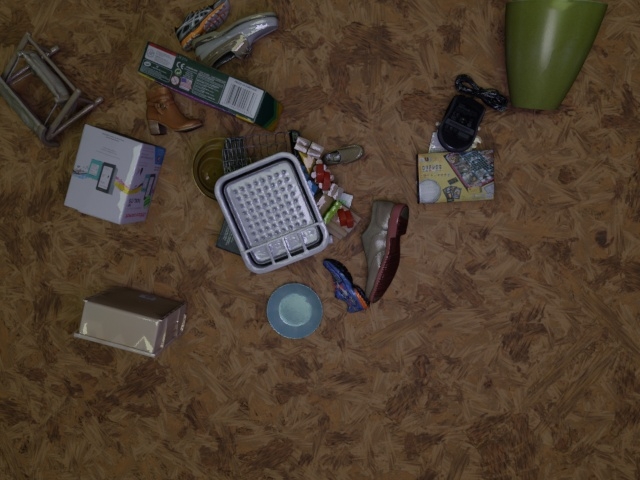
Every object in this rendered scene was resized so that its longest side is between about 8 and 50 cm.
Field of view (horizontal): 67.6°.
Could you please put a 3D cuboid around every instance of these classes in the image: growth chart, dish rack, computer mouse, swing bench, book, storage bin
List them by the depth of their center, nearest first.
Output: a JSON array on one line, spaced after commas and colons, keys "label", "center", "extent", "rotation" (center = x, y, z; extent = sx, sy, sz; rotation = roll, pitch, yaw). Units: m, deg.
[{"label": "dish rack", "center": [-0.149, -0.087, 1.512], "extent": [0.285, 0.072, 0.333], "rotation": [-21, 101, 7]}, {"label": "computer mouse", "center": [0.464, -0.385, 1.539], "extent": [0.188, 0.072, 0.272], "rotation": [31, 75, 4]}, {"label": "dish rack", "center": [-0.182, -0.255, 1.579], "extent": [0.271, 0.074, 0.208], "rotation": [-8, 94, -8]}, {"label": "growth chart", "center": [0.430, -0.279, 1.586], "extent": [0.172, 0.021, 0.237], "rotation": [16, 96, 2]}, {"label": "storage bin", "center": [-0.611, 0.255, 1.587], "extent": [0.262, 0.260, 0.123], "rotation": [14, 97, 3]}, {"label": "swing bench", "center": [-0.924, -0.490, 1.588], "extent": [0.254, 0.165, 0.253], "rotation": [-41, 92, 7]}, {"label": "book", "center": [0.047, -0.096, 1.627], "extent": [0.096, 0.035, 0.144], "rotation": [16, 99, 4]}]

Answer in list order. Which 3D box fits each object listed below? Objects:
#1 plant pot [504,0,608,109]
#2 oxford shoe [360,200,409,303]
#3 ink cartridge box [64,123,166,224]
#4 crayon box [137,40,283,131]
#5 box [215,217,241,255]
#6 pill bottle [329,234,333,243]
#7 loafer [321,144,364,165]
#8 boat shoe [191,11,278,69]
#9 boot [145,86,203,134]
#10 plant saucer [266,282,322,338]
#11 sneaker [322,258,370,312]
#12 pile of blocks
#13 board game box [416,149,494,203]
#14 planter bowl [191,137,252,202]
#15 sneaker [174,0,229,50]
[{"label": "plant pot", "center": [0.677, -0.553, 1.446], "extent": [0.274, 0.275, 0.294], "rotation": [4, 112, 3]}, {"label": "oxford shoe", "center": [0.195, 0.035, 1.603], "extent": [0.130, 0.123, 0.348], "rotation": [19, 98, 28]}, {"label": "ink cartridge box", "center": [-0.672, -0.213, 1.579], "extent": [0.197, 0.198, 0.270], "rotation": [19, 97, 1]}, {"label": "crayon box", "center": [-0.318, -0.460, 1.473], "extent": [0.363, 0.313, 0.106], "rotation": [23, 100, 1]}, {"label": "box", "center": [-0.250, -0.029, 1.619], "extent": [0.158, 0.093, 0.156], "rotation": [20, 97, 3]}, {"label": "pill bottle", "center": [0.000, 0.000, 1.630], "extent": [0.083, 0.043, 0.043], "rotation": [-7, 95, 4]}, {"label": "loafer", "center": [0.076, -0.281, 1.595], "extent": [0.148, 0.050, 0.056], "rotation": [-17, 94, 5]}, {"label": "boat shoe", "center": [-0.267, -0.644, 1.561], "extent": [0.302, 0.113, 0.103], "rotation": [-16, 95, 16]}, {"label": "boot", "center": [-0.497, -0.439, 1.605], "extent": [0.197, 0.073, 0.152], "rotation": [-4, 99, 7]}, {"label": "plant saucer", "center": [-0.088, 0.242, 1.662], "extent": [0.195, 0.037, 0.195], "rotation": [0, 95, 3]}, {"label": "sneaker", "center": [0.073, 0.157, 1.624], "extent": [0.087, 0.083, 0.221], "rotation": [-36, 89, 14]}, {"label": "pile of blocks", "center": [0.001, -0.158, 1.522], "extent": [0.149, 0.112, 0.362], "rotation": [-30, 103, 0]}, {"label": "board game box", "center": [0.439, -0.207, 1.560], "extent": [0.243, 0.042, 0.165], "rotation": [-2, 95, 3]}, {"label": "planter bowl", "center": [-0.338, -0.226, 1.590], "extent": [0.217, 0.090, 0.217], "rotation": [1, 88, -34]}, {"label": "sneaker", "center": [-0.392, -0.725, 1.572], "extent": [0.215, 0.084, 0.083], "rotation": [-37, 87, 7]}]
